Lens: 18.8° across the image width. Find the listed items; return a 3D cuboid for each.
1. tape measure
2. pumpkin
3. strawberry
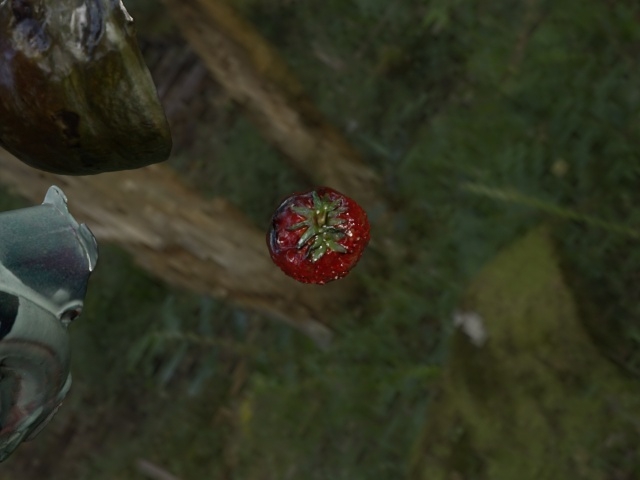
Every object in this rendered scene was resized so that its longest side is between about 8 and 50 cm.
[{"bbox_3d":[-0.317,0.095,1.491,0.147,0.256,0.275,54,135,26],"label":"tape measure"},{"bbox_3d":[-0.241,-0.116,1.848,0.148,0.169,0.312,-29,-20,-14],"label":"pumpkin"},{"bbox_3d":[0.000,-0.001,1.842,0.106,0.106,0.106,-39,33,31],"label":"strawberry"}]
